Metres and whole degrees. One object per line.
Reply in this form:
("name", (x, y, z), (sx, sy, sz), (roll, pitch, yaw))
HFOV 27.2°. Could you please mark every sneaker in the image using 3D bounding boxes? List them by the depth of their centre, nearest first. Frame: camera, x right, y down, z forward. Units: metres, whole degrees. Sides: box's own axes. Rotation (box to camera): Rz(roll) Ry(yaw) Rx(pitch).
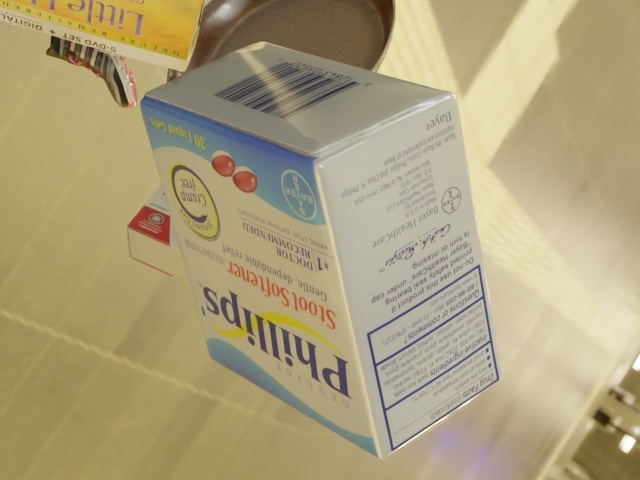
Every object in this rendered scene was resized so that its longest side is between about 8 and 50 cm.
("sneaker", (-0.274, -0.219, 1.523), (0.075, 0.170, 0.063), (-31, -168, 0))

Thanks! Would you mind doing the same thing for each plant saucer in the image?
("plant saucer", (-0.045, -0.232, 1.652), (0.310, 0.311, 0.050), (-52, 140, -17))

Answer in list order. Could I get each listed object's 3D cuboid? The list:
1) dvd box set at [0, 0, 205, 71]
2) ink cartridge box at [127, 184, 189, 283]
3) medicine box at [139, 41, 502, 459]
("dvd box set", (-0.241, -0.352, 1.262), (0.420, 0.308, 0.062), (113, -8, -55))
("ink cartridge box", (-0.158, -0.033, 1.772), (0.175, 0.127, 0.072), (-56, 161, -35))
("medicine box", (0.000, 0.000, 1.159), (0.149, 0.263, 0.289), (-29, 122, -29))
